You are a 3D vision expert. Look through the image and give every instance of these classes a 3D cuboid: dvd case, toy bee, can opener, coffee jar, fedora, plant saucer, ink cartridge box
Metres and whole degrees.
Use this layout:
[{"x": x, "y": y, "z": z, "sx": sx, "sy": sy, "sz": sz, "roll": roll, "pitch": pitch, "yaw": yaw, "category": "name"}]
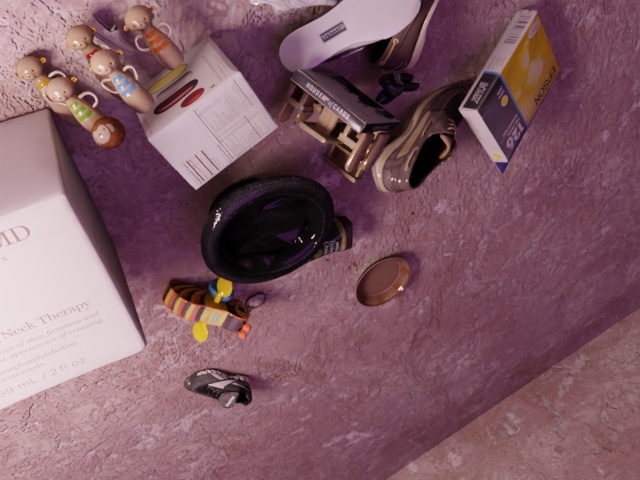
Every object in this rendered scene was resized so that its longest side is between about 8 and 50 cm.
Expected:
[{"x": 0.060, "y": -0.289, "z": 1.221, "sx": 0.029, "sy": 0.179, "sz": 0.239, "roll": -55, "pitch": 168, "yaw": 24, "category": "dvd case"}, {"x": -0.247, "y": 0.177, "z": 1.520, "sx": 0.299, "sy": 0.162, "sz": 0.195, "roll": -9, "pitch": 128, "yaw": -26, "category": "toy bee"}, {"x": 0.180, "y": -0.362, "z": 1.353, "sx": 0.073, "sy": 0.059, "sz": 0.186, "roll": -29, "pitch": -176, "yaw": 37, "category": "can opener"}, {"x": 0.000, "y": 0.000, "z": 1.578, "sx": 0.185, "sy": 0.079, "sz": 0.096, "roll": -19, "pitch": 134, "yaw": -18, "category": "coffee jar"}, {"x": -0.140, "y": -0.053, "z": 1.393, "sx": 0.334, "sy": 0.152, "sz": 0.334, "roll": -20, "pitch": 135, "yaw": -21, "category": "fedora"}, {"x": 0.190, "y": 0.122, "z": 1.831, "sx": 0.199, "sy": 0.036, "sz": 0.198, "roll": -16, "pitch": 133, "yaw": -19, "category": "plant saucer"}, {"x": 0.509, "y": -0.367, "z": 1.517, "sx": 0.307, "sy": 0.072, "sz": 0.303, "roll": 38, "pitch": 79, "yaw": -43, "category": "ink cartridge box"}]

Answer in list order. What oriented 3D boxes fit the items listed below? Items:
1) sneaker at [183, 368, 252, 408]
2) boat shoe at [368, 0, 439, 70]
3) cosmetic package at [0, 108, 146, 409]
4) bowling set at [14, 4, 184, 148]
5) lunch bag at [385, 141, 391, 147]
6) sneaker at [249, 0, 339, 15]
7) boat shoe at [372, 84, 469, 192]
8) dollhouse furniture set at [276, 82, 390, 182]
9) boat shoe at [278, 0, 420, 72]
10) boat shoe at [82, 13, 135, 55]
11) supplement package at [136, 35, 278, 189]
[{"x": -0.296, "y": 0.451, "z": 1.762, "sx": 0.234, "sy": 0.106, "sz": 0.078, "roll": 20, "pitch": 113, "yaw": -41, "category": "sneaker"}, {"x": 0.179, "y": -0.511, "z": 1.229, "sx": 0.097, "sy": 0.116, "sz": 0.324, "roll": -12, "pitch": 137, "yaw": -27, "category": "boat shoe"}, {"x": -0.567, "y": 0.036, "z": 1.082, "sx": 0.330, "sy": 0.327, "sz": 0.393, "roll": -22, "pitch": 134, "yaw": -13, "category": "cosmetic package"}, {"x": -0.376, "y": -0.270, "z": 1.001, "sx": 0.287, "sy": 0.199, "sz": 0.154, "roll": -29, "pitch": 135, "yaw": 9, "category": "bowling set"}, {"x": 0.201, "y": -0.211, "z": 1.530, "sx": 0.098, "sy": 0.065, "sz": 0.067, "roll": 33, "pitch": 83, "yaw": -45, "category": "lunch bag"}, {"x": -0.055, "y": -0.480, "z": 1.154, "sx": 0.191, "sy": 0.071, "sz": 0.083, "roll": 1, "pitch": 138, "yaw": -28, "category": "sneaker"}, {"x": 0.278, "y": -0.241, "z": 1.449, "sx": 0.355, "sy": 0.130, "sz": 0.132, "roll": -51, "pitch": 135, "yaw": -16, "category": "boat shoe"}, {"x": 0.036, "y": -0.222, "z": 1.323, "sx": 0.242, "sy": 0.212, "sz": 0.161, "roll": -13, "pitch": 138, "yaw": -57, "category": "dollhouse furniture set"}, {"x": 0.057, "y": -0.431, "z": 1.204, "sx": 0.301, "sy": 0.102, "sz": 0.108, "roll": -27, "pitch": 103, "yaw": 8, "category": "boat shoe"}, {"x": -0.376, "y": -0.372, "z": 1.062, "sx": 0.100, "sy": 0.035, "sz": 0.035, "roll": 28, "pitch": 111, "yaw": -37, "category": "boat shoe"}, {"x": -0.230, "y": -0.250, "z": 1.139, "sx": 0.203, "sy": 0.194, "sz": 0.149, "roll": -37, "pitch": 136, "yaw": 1, "category": "supplement package"}]
